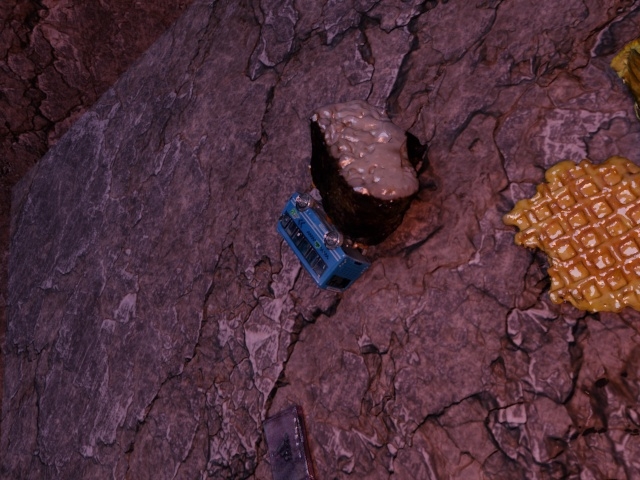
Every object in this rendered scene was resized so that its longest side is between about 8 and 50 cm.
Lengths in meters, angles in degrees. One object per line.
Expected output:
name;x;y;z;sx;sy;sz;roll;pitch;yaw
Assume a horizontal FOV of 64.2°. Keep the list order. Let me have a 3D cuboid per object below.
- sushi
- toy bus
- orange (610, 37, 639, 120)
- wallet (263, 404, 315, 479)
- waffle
sushi;0.102;-0.154;1.128;0.235;0.207;0.348;-5;49;-13
toy bus;0.000;0.000;1.204;0.134;0.114;0.246;-51;52;16
orange;0.586;-0.234;0.819;0.159;0.179;0.237;-18;55;25
wallet;-0.070;0.460;1.121;0.111;0.030;0.165;-33;53;27
waffle;0.480;-0.011;0.889;0.281;0.058;0.301;-51;49;7
